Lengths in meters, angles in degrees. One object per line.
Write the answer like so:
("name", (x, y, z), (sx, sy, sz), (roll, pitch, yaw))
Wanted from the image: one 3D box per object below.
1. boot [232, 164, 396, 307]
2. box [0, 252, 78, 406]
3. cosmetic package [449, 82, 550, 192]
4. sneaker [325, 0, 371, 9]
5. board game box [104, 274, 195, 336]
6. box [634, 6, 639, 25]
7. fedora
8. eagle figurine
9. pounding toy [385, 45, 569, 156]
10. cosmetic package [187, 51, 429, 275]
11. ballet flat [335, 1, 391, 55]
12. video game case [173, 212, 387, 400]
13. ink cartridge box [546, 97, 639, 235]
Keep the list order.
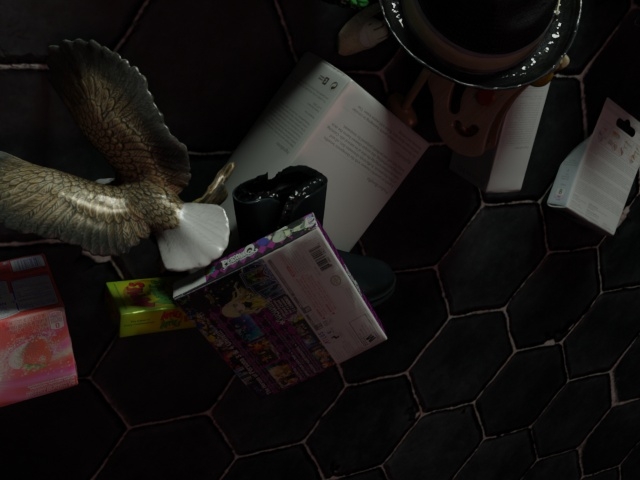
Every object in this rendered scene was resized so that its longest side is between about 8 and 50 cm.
("boot", (0.000, 0.000, 1.083), (0.247, 0.094, 0.207), (-6, 123, -17))
("box", (-0.496, 0.142, 1.042), (0.300, 0.154, 0.142), (-14, 124, -24))
("cosmetic package", (0.303, -0.207, 1.325), (0.086, 0.117, 0.231), (-5, 119, -27))
("sneaker", (-0.033, -0.421, 0.986), (0.343, 0.134, 0.146), (36, 92, -42))
("board game box", (-0.232, 0.096, 1.209), (0.181, 0.092, 0.043), (-5, 120, -28))
("box", (0.642, -0.511, 1.264), (0.296, 0.073, 0.293), (-31, 140, -39))
("fedora", (0.238, -0.375, 1.052), (0.334, 0.334, 0.152), (-22, 166, -18))
("eagle figurine", (-0.268, -0.078, 1.014), (0.225, 0.226, 0.298), (-25, 134, 26))
("pounding toy", (0.235, -0.212, 1.189), (0.270, 0.154, 0.155), (-28, -179, 34))
("cosmetic package", (-0.035, -0.070, 1.183), (0.197, 0.155, 0.365), (32, 100, -39))
("ballet flat", (0.098, -0.331, 1.168), (0.168, 0.052, 0.057), (-38, 130, -5))
("video game case", (-0.049, 0.097, 1.053), (0.210, 0.041, 0.232), (-28, 126, 7))
("ink cartridge box", (0.564, -0.145, 1.572), (0.189, 0.066, 0.232), (22, 84, -37))
